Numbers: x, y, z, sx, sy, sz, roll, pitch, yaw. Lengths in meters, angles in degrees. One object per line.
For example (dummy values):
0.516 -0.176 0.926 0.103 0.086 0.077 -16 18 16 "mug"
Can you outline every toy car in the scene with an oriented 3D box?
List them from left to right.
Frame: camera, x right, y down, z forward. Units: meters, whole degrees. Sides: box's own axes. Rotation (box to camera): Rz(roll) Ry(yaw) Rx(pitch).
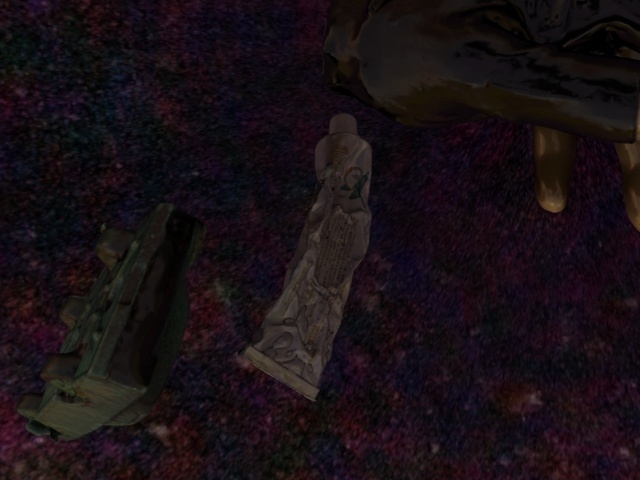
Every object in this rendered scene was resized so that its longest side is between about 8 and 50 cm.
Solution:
-0.173 0.091 0.643 0.097 0.141 0.321 25 151 -17 "toy car"

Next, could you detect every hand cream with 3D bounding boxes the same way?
0.003 -0.001 0.657 0.050 0.256 0.084 -14 141 42 "hand cream"

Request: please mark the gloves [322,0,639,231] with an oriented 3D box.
0.144 -0.097 0.472 0.301 0.197 0.152 31 105 8 "gloves"
